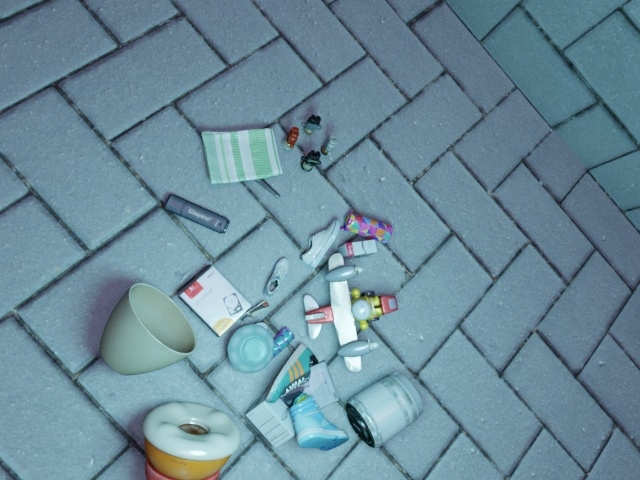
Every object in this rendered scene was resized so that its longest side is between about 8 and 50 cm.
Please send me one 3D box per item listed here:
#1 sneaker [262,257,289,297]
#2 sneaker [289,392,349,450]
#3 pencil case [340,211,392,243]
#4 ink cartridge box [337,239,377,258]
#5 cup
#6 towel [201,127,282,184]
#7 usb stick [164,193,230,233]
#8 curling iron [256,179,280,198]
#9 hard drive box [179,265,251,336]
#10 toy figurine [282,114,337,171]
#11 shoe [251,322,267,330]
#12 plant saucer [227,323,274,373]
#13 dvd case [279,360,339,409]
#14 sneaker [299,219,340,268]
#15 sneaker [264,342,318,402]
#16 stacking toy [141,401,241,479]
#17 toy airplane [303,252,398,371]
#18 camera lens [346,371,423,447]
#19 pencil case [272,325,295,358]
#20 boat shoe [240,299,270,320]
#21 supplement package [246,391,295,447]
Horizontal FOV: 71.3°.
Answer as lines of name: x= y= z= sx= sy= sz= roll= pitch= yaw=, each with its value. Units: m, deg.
sneaker: x=-0.183 y=0.159 z=1.930 sx=0.072 sy=0.083 sz=0.190 roll=26 pitch=70 yaw=-9
sneaker: x=-0.006 y=0.729 z=1.815 sx=0.127 sy=0.319 sz=0.208 roll=-35 pitch=51 yaw=11
pencil case: x=0.219 y=-0.061 z=2.098 sx=0.237 sy=0.104 sz=0.104 roll=17 pitch=74 yaw=-11
ink cartridge box: x=0.170 y=0.043 z=2.050 sx=0.151 sy=0.109 sz=0.063 roll=-7 pitch=79 yaw=-19
cup: x=-0.659 y=0.355 z=1.643 sx=0.237 sy=0.331 sz=0.331 roll=-39 pitch=92 yaw=4
towel: x=-0.346 y=-0.384 z=1.987 sx=0.325 sy=0.038 sz=0.247 roll=-9 pitch=79 yaw=-22
usb stick: x=-0.526 y=-0.112 z=1.902 sx=0.278 sy=0.045 sz=0.077 roll=25 pitch=71 yaw=-11
curling iron: x=-0.281 y=-0.295 z=2.024 sx=0.274 sy=0.035 sz=0.068 roll=46 pitch=70 yaw=-3
hard drive box: x=-0.431 y=0.252 z=1.829 sx=0.232 sy=0.089 sz=0.181 roll=46 pitch=69 yaw=-3
toy figurine: x=-0.047 y=-0.453 z=2.081 sx=0.213 sy=0.148 sz=0.209 roll=47 pitch=63 yaw=-1
shoe: x=-0.303 y=0.402 z=1.839 sx=0.178 sy=0.081 sz=0.063 roll=-39 pitch=95 yaw=-23
plant saucer: x=-0.270 y=0.435 z=1.782 sx=0.195 sy=0.037 sz=0.194 roll=2 pitch=85 yaw=-25
dvd case: x=-0.057 y=0.638 z=1.891 sx=0.239 sy=0.029 sz=0.179 roll=-17 pitch=84 yaw=-21
sneaker: x=0.000 y=0.000 z=2.015 sx=0.091 sy=0.094 sz=0.258 roll=35 pitch=71 yaw=-12
sneaker: x=-0.106 y=0.549 z=1.800 sx=0.121 sy=0.108 sz=0.302 roll=37 pitch=43 yaw=4
stacking toy: x=-0.512 y=0.863 z=1.598 sx=0.351 sy=0.351 sz=0.478 roll=17 pitch=91 yaw=-13
toy airplane: x=0.115 y=0.297 z=1.890 sx=0.386 sy=0.272 sz=0.384 roll=39 pitch=70 yaw=-6
camera lens: x=0.263 y=0.710 z=1.873 sx=0.275 sy=0.219 sz=0.219 roll=-25 pitch=86 yaw=-21
pencil case: x=-0.182 y=0.435 z=1.878 sx=0.152 sy=0.065 sz=0.070 roll=-40 pitch=105 yaw=-21
boat shoe: x=-0.276 y=0.304 z=1.889 sx=0.137 sy=0.049 sz=0.043 roll=-32 pitch=91 yaw=-26
supplement package: x=-0.188 y=0.707 z=1.775 sx=0.105 sy=0.105 sz=0.179 roll=-40 pitch=93 yaw=15
